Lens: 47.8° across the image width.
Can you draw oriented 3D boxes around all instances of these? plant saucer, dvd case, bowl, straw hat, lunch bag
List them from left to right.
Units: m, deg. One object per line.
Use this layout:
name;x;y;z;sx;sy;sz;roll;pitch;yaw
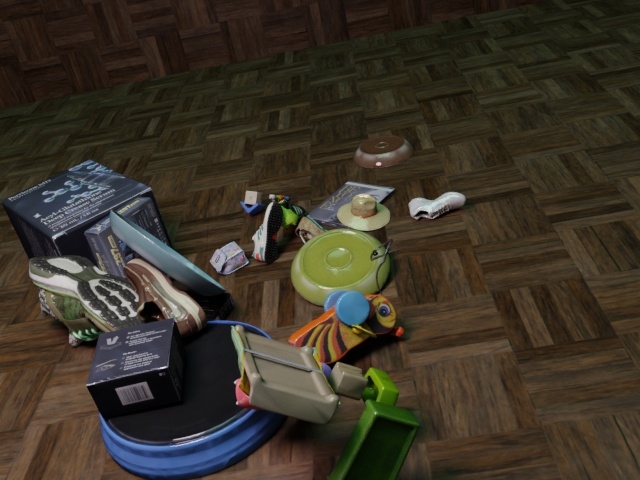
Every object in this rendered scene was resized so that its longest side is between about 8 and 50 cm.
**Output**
plant saucer;-0.357;0.039;1.655;0.043;0.318;0.318;-55;40;-5
bowl;-0.250;0.298;1.437;0.392;0.077;0.391;-9;31;6
lunch bag;-0.241;0.048;1.877;0.083;0.053;0.071;-31;33;-12
plant saucer;0.045;0.052;1.710;0.241;0.037;0.240;-6;48;7
dvd case;0.084;-0.103;2.039;0.165;0.018;0.221;13;39;37
straw hat;0.116;-0.091;1.935;0.145;0.061;0.144;-1;38;1
plant saucer;0.198;-0.290;2.293;0.199;0.036;0.198;-10;31;6

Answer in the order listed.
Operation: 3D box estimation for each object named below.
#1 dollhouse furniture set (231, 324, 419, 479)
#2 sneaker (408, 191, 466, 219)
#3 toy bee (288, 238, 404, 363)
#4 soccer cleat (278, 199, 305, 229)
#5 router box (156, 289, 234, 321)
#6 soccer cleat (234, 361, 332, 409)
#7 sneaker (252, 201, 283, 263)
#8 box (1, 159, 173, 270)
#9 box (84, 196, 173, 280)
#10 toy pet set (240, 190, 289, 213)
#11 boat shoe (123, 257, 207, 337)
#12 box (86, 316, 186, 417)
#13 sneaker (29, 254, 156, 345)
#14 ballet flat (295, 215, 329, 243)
dollhouse furniture set;-0.023;0.280;1.179;0.302;0.151;0.197;20;12;-20
sneaker;0.309;-0.085;1.900;0.152;0.053;0.061;-11;39;14
toy bee;0.090;0.163;1.473;0.298;0.162;0.195;-41;9;6
soccer cleat;-0.084;-0.081;1.973;0.060;0.072;0.179;-28;7;12
router box;-0.312;0.172;1.698;0.179;0.046;0.133;2;32;23
soccer cleat;-0.047;0.266;1.324;0.095;0.083;0.248;-14;-12;41
sneaker;-0.146;-0.023;1.878;0.075;0.161;0.057;7;-1;41
box;-0.656;-0.042;2.026;0.294;0.211;0.396;-33;35;-30
box;-0.464;0.034;1.802;0.059;0.232;0.183;5;34;35
toy pet set;-0.172;-0.107;2.126;0.122;0.065;0.114;8;1;26
boat shoe;-0.361;0.126;1.561;0.257;0.095;0.095;30;53;34
box;-0.350;0.243;1.397;0.156;0.093;0.158;-12;31;1
sneaker;-0.528;0.172;1.679;0.410;0.181;0.158;25;25;36
ballet flat;0.000;0.000;1.869;0.067;0.073;0.206;-49;35;-5
